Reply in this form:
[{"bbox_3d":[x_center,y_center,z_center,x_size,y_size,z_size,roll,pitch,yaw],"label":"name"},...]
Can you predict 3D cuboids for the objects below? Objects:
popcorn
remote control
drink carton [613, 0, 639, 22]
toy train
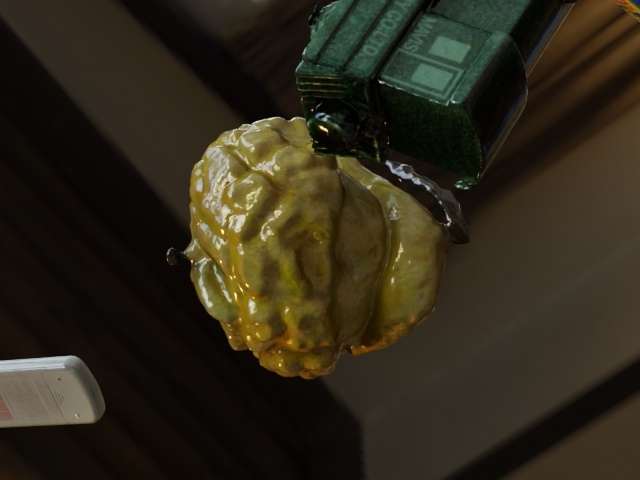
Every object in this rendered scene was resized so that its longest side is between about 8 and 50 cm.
[{"bbox_3d":[0.000,0.000,2.426,0.349,0.382,0.349,-11,-90,-84],"label":"popcorn"},{"bbox_3d":[-0.337,0.176,2.156,0.029,0.190,0.087,-57,-48,-48],"label":"remote control"},{"bbox_3d":[0.206,-0.199,1.291,0.166,0.056,0.071,37,-176,-13],"label":"drink carton"},{"bbox_3d":[0.117,-0.190,1.567,0.178,0.330,0.138,22,153,24],"label":"toy train"}]
